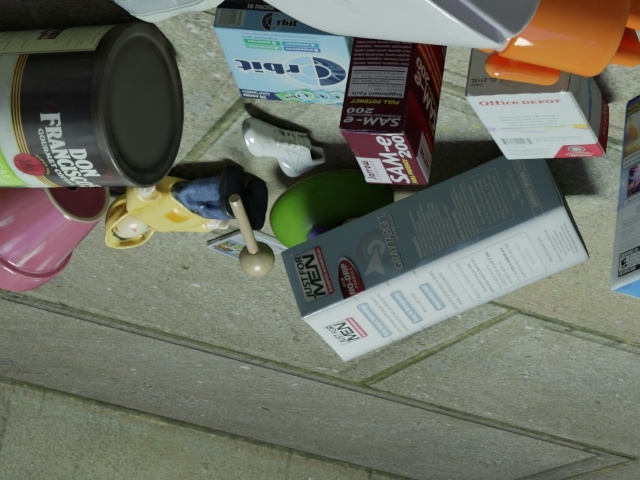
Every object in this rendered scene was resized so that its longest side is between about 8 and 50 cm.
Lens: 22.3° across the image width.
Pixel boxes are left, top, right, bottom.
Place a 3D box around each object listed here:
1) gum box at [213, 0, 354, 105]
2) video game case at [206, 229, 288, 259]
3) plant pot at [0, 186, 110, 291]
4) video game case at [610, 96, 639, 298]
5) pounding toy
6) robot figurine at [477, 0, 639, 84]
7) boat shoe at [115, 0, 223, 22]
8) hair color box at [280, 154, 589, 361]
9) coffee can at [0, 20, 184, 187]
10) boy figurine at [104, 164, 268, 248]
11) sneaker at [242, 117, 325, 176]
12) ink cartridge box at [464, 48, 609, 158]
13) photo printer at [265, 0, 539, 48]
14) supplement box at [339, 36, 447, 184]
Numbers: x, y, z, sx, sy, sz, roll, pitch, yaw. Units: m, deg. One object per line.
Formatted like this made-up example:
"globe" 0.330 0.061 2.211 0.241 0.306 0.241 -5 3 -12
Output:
"gum box" -0.034 -0.222 1.951 0.157 0.041 0.184 5 160 10
"video game case" -0.117 0.009 2.641 0.087 0.011 0.122 22 156 -31
"plant pot" -0.416 -0.048 2.392 0.180 0.201 0.201 -28 141 35
"video game case" 0.434 -0.081 1.831 0.061 0.244 0.269 16 159 -21
"pounding toy" 0.000 0.000 2.311 0.237 0.110 0.183 -12 148 -4
"robot figurine" 0.232 -0.243 1.664 0.219 0.128 0.158 12 162 -9
"boat shoe" -0.163 -0.292 1.767 0.081 0.079 0.227 19 161 -36
"hair color box" 0.157 0.020 2.199 0.374 0.113 0.185 -24 151 9
"coffee can" -0.335 -0.164 2.011 0.275 0.201 0.201 0 158 24
"boy figurine" -0.223 -0.050 2.423 0.285 0.092 0.177 -9 155 33
"sneaker" -0.050 -0.133 2.192 0.061 0.053 0.152 -15 156 31
"ink cartridge box" 0.260 -0.165 1.928 0.127 0.072 0.175 0 158 24
"photo printer" 0.004 -0.265 1.394 0.256 0.107 0.307 30 171 -37
"supplement box" 0.083 -0.192 1.696 0.073 0.239 0.130 3 159 17
